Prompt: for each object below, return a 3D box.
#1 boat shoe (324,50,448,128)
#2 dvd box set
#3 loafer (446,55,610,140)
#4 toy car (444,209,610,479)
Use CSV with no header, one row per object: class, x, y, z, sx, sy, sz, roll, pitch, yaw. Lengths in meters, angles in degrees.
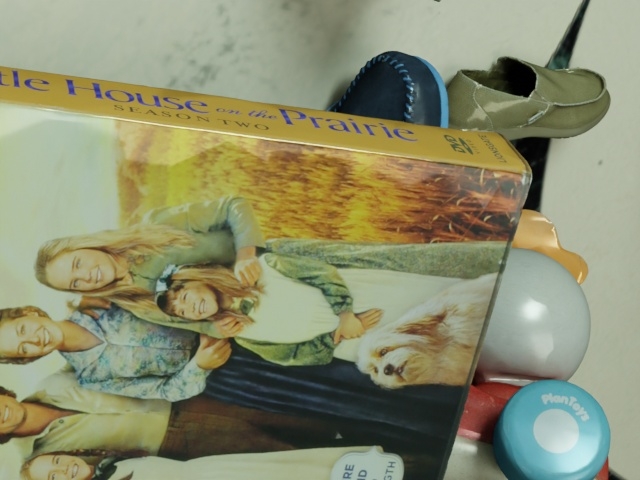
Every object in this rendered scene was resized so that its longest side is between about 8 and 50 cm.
boat shoe,0.000,0.000,0.938,0.089,0.109,0.258,9,108,-39
dvd box set,-0.121,0.064,0.800,0.420,0.062,0.308,7,112,-18
loafer,0.147,-0.101,1.026,0.148,0.056,0.050,-16,132,-32
toy car,0.110,0.083,1.056,0.219,0.210,0.238,91,11,-64
